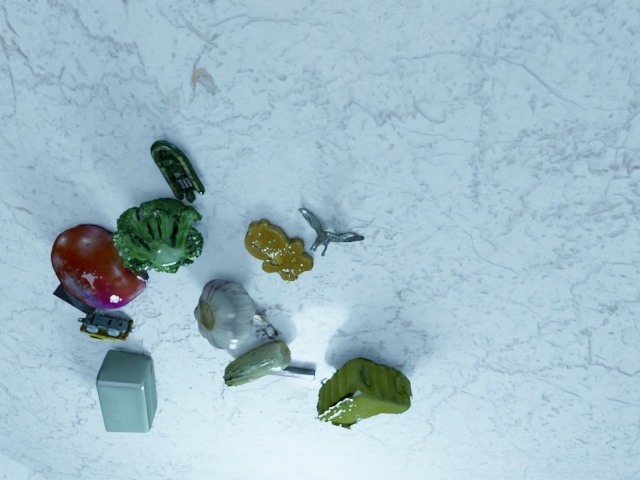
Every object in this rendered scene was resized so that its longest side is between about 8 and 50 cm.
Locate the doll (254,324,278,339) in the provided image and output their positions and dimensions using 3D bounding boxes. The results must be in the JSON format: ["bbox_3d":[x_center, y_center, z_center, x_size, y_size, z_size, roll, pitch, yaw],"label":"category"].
[{"bbox_3d":[-0.199,0.344,1.973,0.085,0.040,0.058,-31,105,26],"label":"doll"}]

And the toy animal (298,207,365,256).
[{"bbox_3d":[0.000,0.000,1.612,0.219,0.095,0.155,31,124,-14],"label":"toy animal"}]

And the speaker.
[{"bbox_3d":[-0.799,0.641,2.246,0.184,0.183,0.406,8,130,-3],"label":"speaker"}]

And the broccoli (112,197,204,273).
[{"bbox_3d":[-0.487,-0.002,1.627,0.269,0.241,0.261,7,116,-33],"label":"broccoli"}]

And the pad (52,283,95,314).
[{"bbox_3d":[-0.880,0.187,1.993,0.164,0.004,0.243,37,126,-20],"label":"pad"}]

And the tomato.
[{"bbox_3d":[-0.772,0.124,1.809,0.290,0.176,0.334,-7,128,18],"label":"tomato"}]

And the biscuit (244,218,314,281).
[{"bbox_3d":[-0.138,0.032,1.702,0.249,0.035,0.184,39,125,-20],"label":"biscuit"}]

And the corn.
[{"bbox_3d":[-0.242,0.472,2.029,0.305,0.123,0.122,-31,91,31],"label":"corn"}]

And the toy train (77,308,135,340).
[{"bbox_3d":[-0.812,0.333,2.049,0.220,0.089,0.127,11,143,-2],"label":"toy train"}]

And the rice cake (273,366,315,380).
[{"bbox_3d":[-0.120,0.517,2.103,0.207,0.036,0.047,7,123,5],"label":"rice cake"}]

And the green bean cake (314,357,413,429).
[{"bbox_3d":[0.157,0.566,2.003,0.285,0.202,0.310,24,132,-26],"label":"green bean cake"}]

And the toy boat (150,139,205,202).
[{"bbox_3d":[-0.415,-0.201,1.549,0.104,0.052,0.210,-9,128,21],"label":"toy boat"}]

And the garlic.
[{"bbox_3d":[-0.289,0.260,1.847,0.253,0.245,0.245,6,143,-45],"label":"garlic"}]
